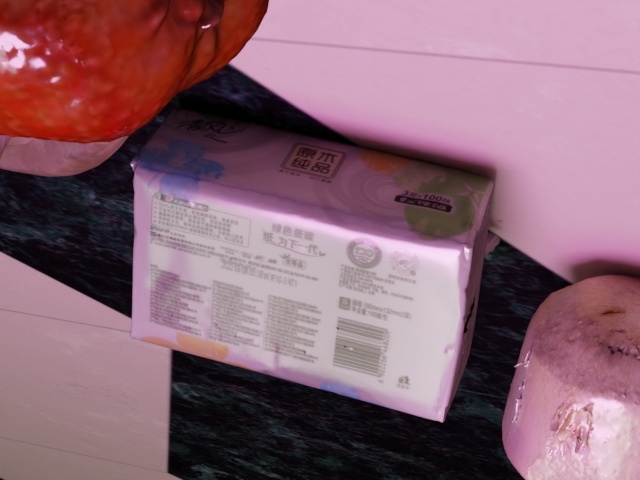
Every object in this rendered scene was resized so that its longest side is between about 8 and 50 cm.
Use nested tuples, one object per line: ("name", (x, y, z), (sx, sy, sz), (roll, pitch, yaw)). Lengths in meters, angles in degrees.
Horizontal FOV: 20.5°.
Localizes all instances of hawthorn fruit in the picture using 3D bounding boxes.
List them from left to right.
("hawthorn fruit", (-0.147, -0.151, 0.794), (0.253, 0.205, 0.205), (19, 164, 28))

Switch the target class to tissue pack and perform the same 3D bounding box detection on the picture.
("tissue pack", (0.000, 0.000, 1.206), (0.229, 0.145, 0.159), (13, 128, 11))

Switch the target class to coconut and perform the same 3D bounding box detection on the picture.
("coconut", (0.207, 0.124, 1.242), (0.170, 0.171, 0.183), (15, 117, 8))

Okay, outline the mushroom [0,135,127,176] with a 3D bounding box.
("mushroom", (-0.200, -0.088, 0.997), (0.204, 0.204, 0.204), (15, 161, 5))
